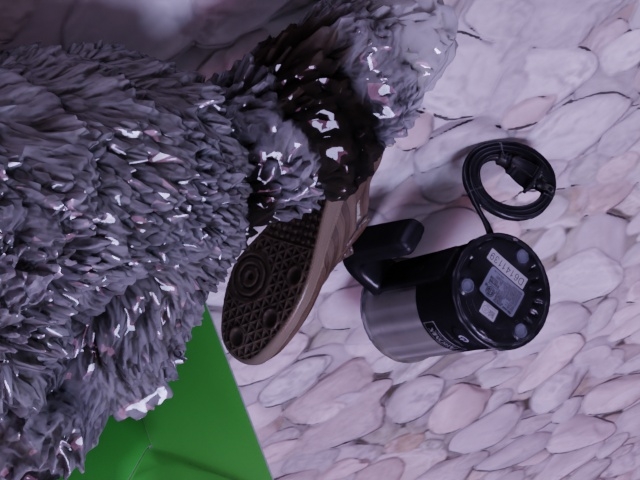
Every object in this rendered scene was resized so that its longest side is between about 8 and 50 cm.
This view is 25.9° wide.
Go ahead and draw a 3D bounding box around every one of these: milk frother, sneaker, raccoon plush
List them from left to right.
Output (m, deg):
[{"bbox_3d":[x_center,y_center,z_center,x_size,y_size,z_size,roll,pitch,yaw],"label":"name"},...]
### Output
[{"bbox_3d":[-0.133,-0.080,0.689,0.446,0.216,0.299,-48,160,-16],"label":"raccoon plush"},{"bbox_3d":[0.000,0.000,0.930,0.071,0.066,0.188,17,100,-50],"label":"sneaker"},{"bbox_3d":[0.106,0.010,1.042,0.143,0.129,0.135,-40,-168,-27],"label":"milk frother"}]

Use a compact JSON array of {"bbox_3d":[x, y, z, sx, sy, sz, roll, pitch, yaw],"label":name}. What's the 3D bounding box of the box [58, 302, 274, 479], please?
[{"bbox_3d":[-0.110,0.131,0.920,0.127,0.262,0.231,-20,144,-6],"label":"box"}]
